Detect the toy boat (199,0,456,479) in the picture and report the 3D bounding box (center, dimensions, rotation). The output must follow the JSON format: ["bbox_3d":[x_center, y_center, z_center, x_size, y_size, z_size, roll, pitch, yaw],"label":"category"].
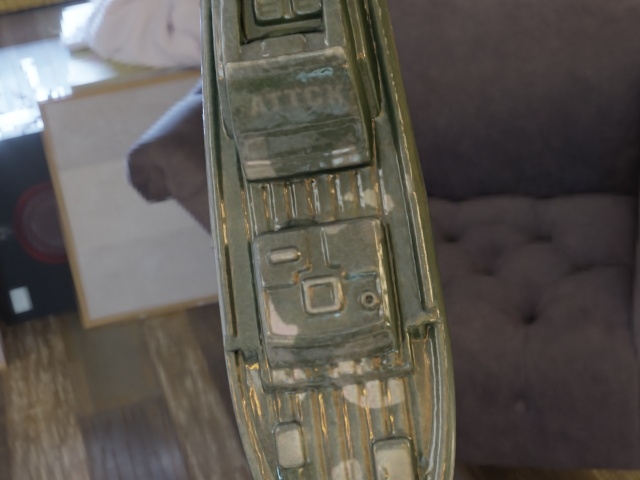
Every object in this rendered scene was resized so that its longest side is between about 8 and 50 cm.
[{"bbox_3d":[0.000,0.000,0.398,0.078,0.261,0.085,-8,-7,6],"label":"toy boat"}]
